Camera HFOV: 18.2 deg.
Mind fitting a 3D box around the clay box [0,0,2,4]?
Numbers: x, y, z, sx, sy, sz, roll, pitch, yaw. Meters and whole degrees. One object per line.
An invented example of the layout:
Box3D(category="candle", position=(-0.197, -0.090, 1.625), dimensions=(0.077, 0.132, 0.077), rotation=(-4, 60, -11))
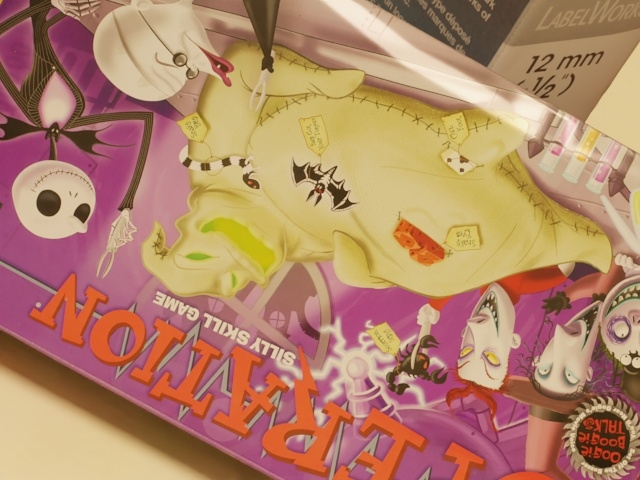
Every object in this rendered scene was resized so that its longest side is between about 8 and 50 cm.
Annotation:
Box3D(category="clay box", position=(-0.216, -0.129, 0.973), dimensions=(0.127, 0.053, 0.222), rotation=(-16, 59, -42))

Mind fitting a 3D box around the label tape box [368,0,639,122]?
Box3D(category="label tape box", position=(0.067, -0.193, 0.989), dimensions=(0.115, 0.348, 0.249), rotation=(-10, 55, -39))

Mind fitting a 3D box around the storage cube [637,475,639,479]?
Box3D(category="storage cube", position=(0.264, 0.040, 0.992), dimensions=(0.183, 0.215, 0.193), rotation=(20, 47, -15))

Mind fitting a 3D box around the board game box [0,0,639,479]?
Box3D(category="board game box", position=(0.000, 0.000, 0.888), dimensions=(0.347, 0.208, 0.056), rotation=(28, -3, -4))
